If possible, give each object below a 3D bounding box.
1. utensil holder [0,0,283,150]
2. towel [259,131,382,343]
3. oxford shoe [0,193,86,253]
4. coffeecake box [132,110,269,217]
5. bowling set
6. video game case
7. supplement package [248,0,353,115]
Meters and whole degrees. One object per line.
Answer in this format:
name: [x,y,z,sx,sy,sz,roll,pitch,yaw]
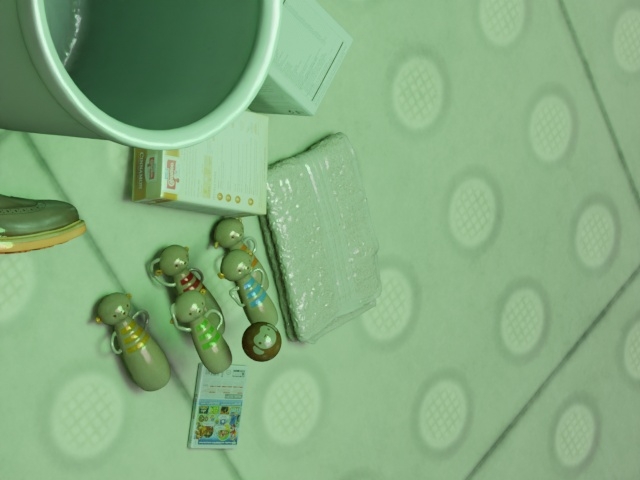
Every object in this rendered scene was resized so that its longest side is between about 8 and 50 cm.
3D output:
utensil holder: [-0.290,-0.272,1.693,0.328,0.385,0.327,-6,99,-43]
towel: [0.000,0.000,2.221,0.187,0.049,0.282,-29,114,-37]
oxford shoe: [-0.438,-0.049,1.764,0.364,0.130,0.132,1,88,-43]
coffeecake box: [-0.162,-0.113,2.030,0.185,0.068,0.142,9,79,-43]
bowling set: [-0.135,0.077,2.013,0.287,0.200,0.154,-45,122,-34]
video game case: [-0.147,0.238,2.141,0.087,0.011,0.122,8,90,-43]
supplement package: [-0.096,-0.295,2.037,0.244,0.134,0.139,41,68,-38]
